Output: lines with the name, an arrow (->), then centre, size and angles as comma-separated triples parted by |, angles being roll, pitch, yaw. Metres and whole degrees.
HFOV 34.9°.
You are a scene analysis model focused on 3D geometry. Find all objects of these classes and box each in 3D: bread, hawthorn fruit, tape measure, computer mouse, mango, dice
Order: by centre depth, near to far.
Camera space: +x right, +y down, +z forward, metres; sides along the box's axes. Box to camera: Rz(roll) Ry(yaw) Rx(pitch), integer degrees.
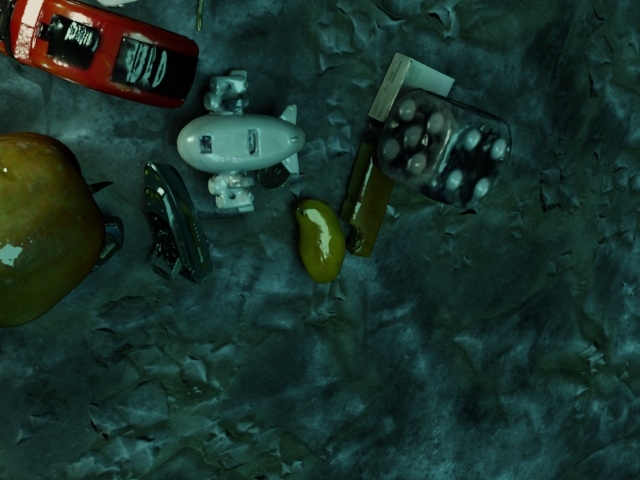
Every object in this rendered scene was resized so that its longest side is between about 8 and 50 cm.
tape measure -> -0.304, -0.268, 1.447 | 0.253, 0.260, 0.114 | 8, 105, -46
hawthorn fruit -> -0.435, -0.032, 1.465 | 0.301, 0.267, 0.268 | -32, 129, -33
computer mouse -> -0.377, 0.008, 1.667 | 0.135, 0.047, 0.079 | -49, 141, 6
dice -> 0.228, -0.170, 1.883 | 0.182, 0.181, 0.183 | 13, 106, -40
mango -> 0.000, 0.000, 1.939 | 0.098, 0.075, 0.190 | -31, 122, -29
bread -> 0.090, -0.078, 1.983 | 0.088, 0.049, 0.226 | 4, 111, -40

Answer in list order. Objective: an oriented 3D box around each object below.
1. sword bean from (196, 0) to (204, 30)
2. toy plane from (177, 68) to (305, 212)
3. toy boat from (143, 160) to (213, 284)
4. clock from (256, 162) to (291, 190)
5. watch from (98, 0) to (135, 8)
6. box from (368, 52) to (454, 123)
sword bean -> -0.190, -0.376, 1.633 | 0.012, 0.012, 0.083 | -7, 118, -35
toy plane -> -0.132, -0.167, 1.724 | 0.244, 0.117, 0.245 | -5, 99, -33
toy boat -> -0.251, -0.030, 1.712 | 0.103, 0.093, 0.246 | -35, 131, -28
clock -> -0.080, -0.130, 1.849 | 0.083, 0.010, 0.074 | -51, 133, -4
watch -> -0.238, -0.432, 1.426 | 0.248, 0.217, 0.211 | -38, 131, -15
box -> 0.175, -0.273, 1.945 | 0.129, 0.051, 0.130 | 16, 103, -42
